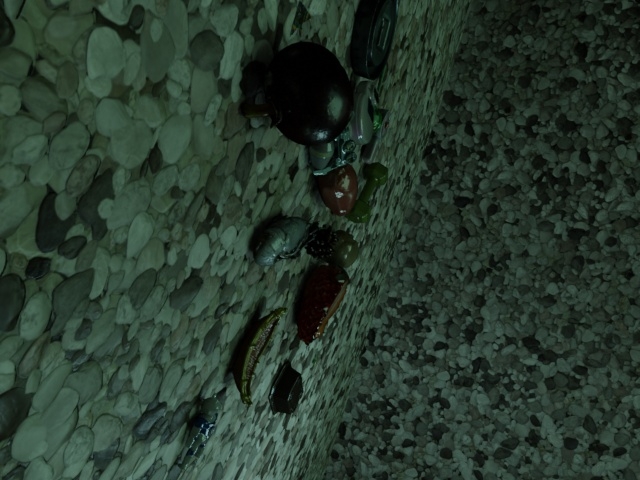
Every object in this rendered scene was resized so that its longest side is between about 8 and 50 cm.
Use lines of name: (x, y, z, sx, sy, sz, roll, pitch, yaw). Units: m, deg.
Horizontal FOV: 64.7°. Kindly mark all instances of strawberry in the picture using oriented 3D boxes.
strawberry: (-0.011, 0.245, 2.009, 0.336, 0.149, 0.265, -61, 170, 1)

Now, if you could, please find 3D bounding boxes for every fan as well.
fan: (0.241, -0.446, 2.171, 0.130, 0.074, 0.244, 15, 94, -74)

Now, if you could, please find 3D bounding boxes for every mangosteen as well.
mangosteen: (-0.057, -0.324, 1.165, 0.261, 0.235, 0.235, -25, 142, -21)

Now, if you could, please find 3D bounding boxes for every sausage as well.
sausage: (0.061, -0.185, 1.769, 0.254, 0.148, 0.148, 77, 35, -70)

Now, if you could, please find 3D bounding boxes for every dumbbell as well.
dumbbell: (0.206, -0.213, 2.243, 0.121, 0.108, 0.302, 79, 33, -58)

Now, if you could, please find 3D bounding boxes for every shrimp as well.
shrimp: (-0.089, -0.008, 1.519, 0.343, 0.116, 0.145, -30, 137, -55)

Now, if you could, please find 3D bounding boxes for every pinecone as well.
pinecone: (0.000, 0.000, 1.760, 0.121, 0.140, 0.140, -31, 169, 12)

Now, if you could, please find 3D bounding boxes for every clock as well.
clock: (0.190, -0.720, 1.744, 0.319, 0.066, 0.319, 18, 90, -73)

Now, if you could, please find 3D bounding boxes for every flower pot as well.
flower pot: (-0.131, 0.629, 2.101, 0.251, 0.084, 0.179, 86, 27, -50)

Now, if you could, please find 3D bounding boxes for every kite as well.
kite: (-0.048, -0.555, 1.266, 0.122, 0.004, 0.090, -55, 156, -43)

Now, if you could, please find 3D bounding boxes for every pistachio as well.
pistachio: (0.082, 0.041, 2.090, 0.238, 0.153, 0.138, 64, 6, -69)

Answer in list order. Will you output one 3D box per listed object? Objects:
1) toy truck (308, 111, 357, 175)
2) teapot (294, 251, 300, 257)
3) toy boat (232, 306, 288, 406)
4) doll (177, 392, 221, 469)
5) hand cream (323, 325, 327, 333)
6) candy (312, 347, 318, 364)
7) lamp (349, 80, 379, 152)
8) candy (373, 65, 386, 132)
toy truck: (0.025, -0.316, 1.546, 0.140, 0.108, 0.257, -21, 141, -11)
teapot: (-0.096, 0.022, 1.652, 0.068, 0.045, 0.100, 56, 33, -42)
toy boat: (-0.199, 0.346, 1.579, 0.141, 0.099, 0.318, 75, 34, -67)
doll: (-0.330, 0.523, 1.419, 0.227, 0.057, 0.114, -65, 158, 10)
hand cream: (0.028, 0.408, 2.485, 0.035, 0.022, 0.102, 5, 98, -68)
candy: (-0.023, 0.576, 2.505, 0.025, 0.023, 0.083, 21, 77, -34)
lamp: (0.131, -0.445, 1.770, 0.179, 0.108, 0.246, 52, 51, -66)
candy: (0.223, -0.571, 2.018, 0.097, 0.097, 0.323, 65, 37, -66)
